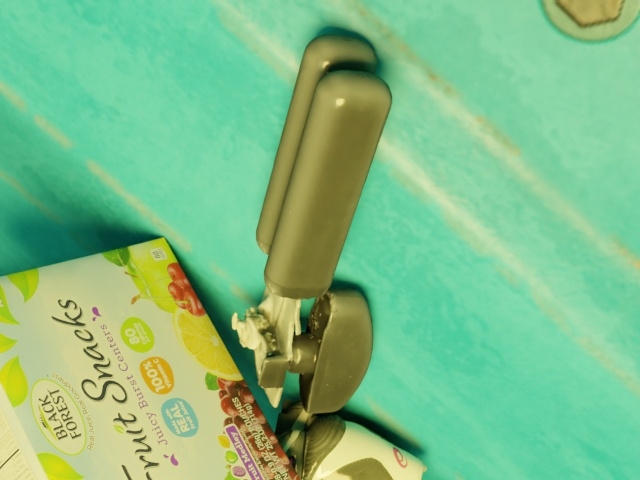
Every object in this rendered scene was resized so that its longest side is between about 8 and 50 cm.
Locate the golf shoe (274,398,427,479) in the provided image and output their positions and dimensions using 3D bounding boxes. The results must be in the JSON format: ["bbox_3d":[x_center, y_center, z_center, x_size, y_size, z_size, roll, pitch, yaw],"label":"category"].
[{"bbox_3d":[0.000,0.250,0.834,0.120,0.105,0.273,15,129,6],"label":"golf shoe"}]

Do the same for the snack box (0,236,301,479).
[{"bbox_3d":[-0.135,0.114,0.702,0.070,0.174,0.207,-45,70,39],"label":"snack box"}]

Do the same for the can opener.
[{"bbox_3d":[0.000,0.000,0.686,0.093,0.074,0.280,-2,132,-16],"label":"can opener"}]
